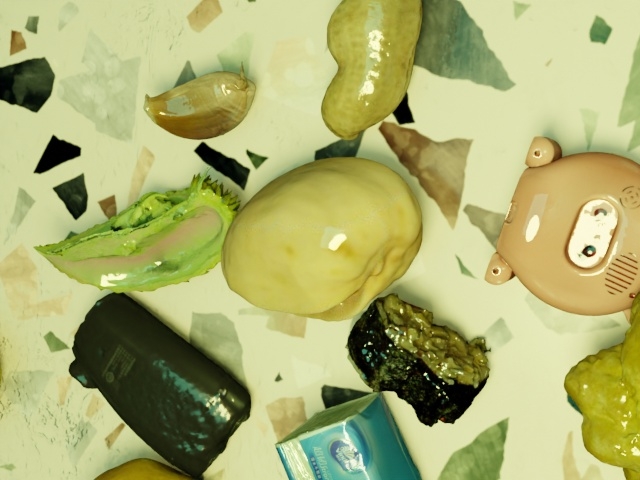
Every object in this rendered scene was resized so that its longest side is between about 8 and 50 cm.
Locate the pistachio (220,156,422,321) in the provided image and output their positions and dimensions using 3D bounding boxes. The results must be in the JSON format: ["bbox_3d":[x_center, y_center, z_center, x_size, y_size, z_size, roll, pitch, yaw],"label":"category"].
[{"bbox_3d":[0.000,0.000,1.263,0.321,0.229,0.238,-19,62,30],"label":"pistachio"}]

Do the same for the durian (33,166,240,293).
[{"bbox_3d":[-0.273,-0.002,1.401,0.355,0.169,0.158,-22,83,20],"label":"durian"}]

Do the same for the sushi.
[{"bbox_3d":[0.144,0.174,1.228,0.212,0.147,0.115,34,124,-14],"label":"sushi"}]

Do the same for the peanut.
[{"bbox_3d":[0.072,-0.270,1.265,0.137,0.122,0.253,14,104,21],"label":"peanut"}]

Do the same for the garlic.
[{"bbox_3d":[-0.172,-0.224,1.362,0.198,0.128,0.091,-12,74,26],"label":"garlic"}]

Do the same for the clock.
[{"bbox_3d":[0.367,-0.006,1.155,0.241,0.142,0.227,21,102,16],"label":"clock"}]

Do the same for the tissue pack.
[{"bbox_3d":[0.068,0.381,1.277,0.146,0.198,0.263,-24,86,20],"label":"tissue pack"}]

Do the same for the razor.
[{"bbox_3d":[-0.278,0.241,1.458,0.327,0.107,0.189,37,106,16],"label":"razor"}]

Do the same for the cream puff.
[{"bbox_3d":[0.457,0.168,1.071,0.269,0.323,0.274,-6,59,39],"label":"cream puff"}]

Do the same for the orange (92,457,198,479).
[{"bbox_3d":[-0.285,0.501,1.418,0.279,0.235,0.279,4,96,34],"label":"orange"}]
